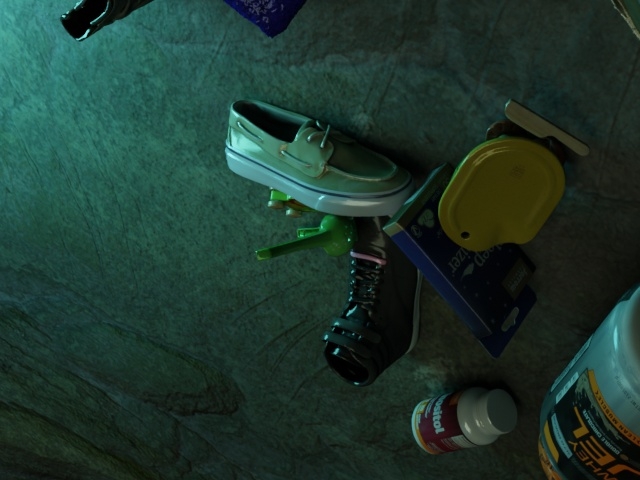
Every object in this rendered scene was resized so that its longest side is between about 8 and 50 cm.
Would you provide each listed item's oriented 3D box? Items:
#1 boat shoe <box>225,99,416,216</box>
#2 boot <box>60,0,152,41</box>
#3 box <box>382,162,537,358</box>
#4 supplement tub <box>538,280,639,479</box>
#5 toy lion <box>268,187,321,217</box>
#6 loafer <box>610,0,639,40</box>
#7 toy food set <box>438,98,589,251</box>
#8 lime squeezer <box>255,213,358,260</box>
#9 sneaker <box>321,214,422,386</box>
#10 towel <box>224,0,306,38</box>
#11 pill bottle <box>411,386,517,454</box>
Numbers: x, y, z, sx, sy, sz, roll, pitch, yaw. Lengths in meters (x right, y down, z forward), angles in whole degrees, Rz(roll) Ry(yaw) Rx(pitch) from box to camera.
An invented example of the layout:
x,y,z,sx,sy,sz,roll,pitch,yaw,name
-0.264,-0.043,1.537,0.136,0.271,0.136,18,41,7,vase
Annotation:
x,y,z,sx,sy,sz,roll,pitch,yaw,name
-0.011,-0.111,1.550,0.302,0.109,0.094,17,131,30,boat shoe
-0.223,-0.335,1.474,0.083,0.161,0.246,50,140,-10,boot
0.191,0.026,1.481,0.225,0.136,0.036,50,141,-10,box
0.391,0.197,1.397,0.207,0.207,0.338,33,149,11,supplement tub
-0.018,-0.055,1.628,0.096,0.034,0.100,3,171,23,toy lion
0.310,-0.281,1.159,0.251,0.094,0.087,59,163,-5,loafer
0.228,-0.083,1.405,0.128,0.071,0.218,23,129,-9,toy food set
0.000,0.000,1.568,0.110,0.310,0.059,-27,92,10,lime squeezer
0.067,0.084,1.628,0.104,0.147,0.296,18,133,29,sneaker
-0.064,-0.404,1.294,0.227,0.076,0.308,39,126,4,towel
0.213,0.263,1.718,0.152,0.086,0.086,-25,108,47,pill bottle
